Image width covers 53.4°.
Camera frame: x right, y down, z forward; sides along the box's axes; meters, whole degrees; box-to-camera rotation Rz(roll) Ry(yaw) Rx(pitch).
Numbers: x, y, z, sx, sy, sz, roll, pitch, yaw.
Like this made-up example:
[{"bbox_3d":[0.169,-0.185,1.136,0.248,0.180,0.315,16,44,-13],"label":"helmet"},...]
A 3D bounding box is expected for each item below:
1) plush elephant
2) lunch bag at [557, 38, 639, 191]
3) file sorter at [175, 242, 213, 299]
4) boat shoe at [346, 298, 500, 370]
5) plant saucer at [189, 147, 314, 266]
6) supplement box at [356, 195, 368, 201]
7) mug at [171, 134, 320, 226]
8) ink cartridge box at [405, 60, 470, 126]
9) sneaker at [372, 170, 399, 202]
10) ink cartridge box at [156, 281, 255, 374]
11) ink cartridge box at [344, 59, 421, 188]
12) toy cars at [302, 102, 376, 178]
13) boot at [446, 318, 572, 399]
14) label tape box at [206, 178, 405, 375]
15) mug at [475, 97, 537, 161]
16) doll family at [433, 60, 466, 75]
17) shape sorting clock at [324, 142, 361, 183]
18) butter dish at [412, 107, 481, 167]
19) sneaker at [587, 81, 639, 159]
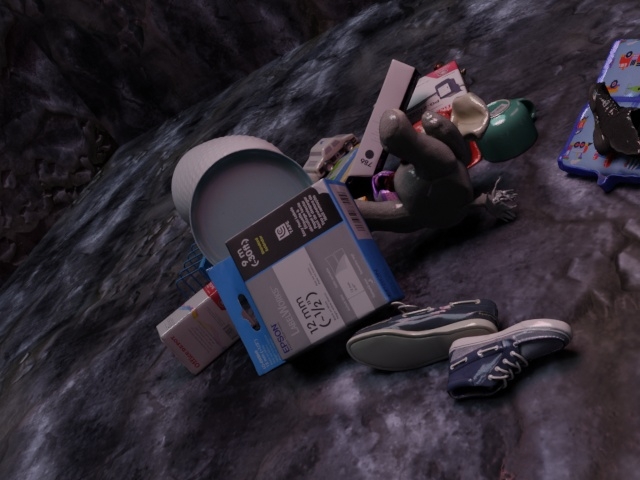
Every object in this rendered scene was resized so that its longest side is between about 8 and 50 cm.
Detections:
[{"bbox_3d":[0.217,-0.158,1.277,0.329,0.272,0.255,10,36,-8],"label":"plush elephant"},{"bbox_3d":[0.580,-0.210,1.145,0.293,0.138,0.221,-56,30,-6],"label":"lunch bag"},{"bbox_3d":[-0.288,0.079,1.647,0.104,0.118,0.170,-28,27,21],"label":"file sorter"},{"bbox_3d":[0.164,0.146,1.040,0.254,0.095,0.079,-18,33,27],"label":"boat shoe"},{"bbox_3d":[-0.154,-0.060,1.528,0.317,0.318,0.043,-41,7,-12],"label":"plant saucer"},{"bbox_3d":[0.076,-0.058,1.510,0.098,0.062,0.036,-19,32,28],"label":"supplement box"},{"bbox_3d":[-0.180,-0.153,1.746,0.374,0.276,0.328,-5,2,-30],"label":"mug"},{"bbox_3d":[0.305,-0.335,1.633,0.172,0.100,0.237,-25,35,19],"label":"ink cartridge box"},{"bbox_3d":[0.159,-0.122,1.474,0.095,0.105,0.236,-33,23,10],"label":"sneaker"},{"bbox_3d":[-0.255,0.189,1.412,0.175,0.127,0.072,-39,26,-9],"label":"ink cartridge box"},{"bbox_3d":[0.148,-0.262,1.543,0.165,0.065,0.333,-38,-28,-73],"label":"ink cartridge box"},{"bbox_3d":[0.107,-0.316,1.870,0.393,0.087,0.176,-27,27,15],"label":"toy cars"},{"bbox_3d":[0.270,0.177,0.915,0.190,0.069,0.086,-24,35,37],"label":"boot"},{"bbox_3d":[-0.056,0.081,1.187,0.347,0.249,0.115,-31,-11,19],"label":"label tape box"},{"bbox_3d":[0.407,-0.261,1.423,0.129,0.097,0.158,-17,32,32],"label":"mug"},{"bbox_3d":[0.326,-0.434,1.808,0.111,0.076,0.193,23,53,27],"label":"doll family"},{"bbox_3d":[0.052,-0.169,1.687,0.206,0.040,0.206,-49,11,13],"label":"shape sorting clock"},{"bbox_3d":[0.261,-0.227,1.456,0.159,0.118,0.160,-27,67,14],"label":"butter dish"},{"bbox_3d":[0.515,-0.210,1.092,0.089,0.051,0.170,-24,55,53],"label":"sneaker"}]
